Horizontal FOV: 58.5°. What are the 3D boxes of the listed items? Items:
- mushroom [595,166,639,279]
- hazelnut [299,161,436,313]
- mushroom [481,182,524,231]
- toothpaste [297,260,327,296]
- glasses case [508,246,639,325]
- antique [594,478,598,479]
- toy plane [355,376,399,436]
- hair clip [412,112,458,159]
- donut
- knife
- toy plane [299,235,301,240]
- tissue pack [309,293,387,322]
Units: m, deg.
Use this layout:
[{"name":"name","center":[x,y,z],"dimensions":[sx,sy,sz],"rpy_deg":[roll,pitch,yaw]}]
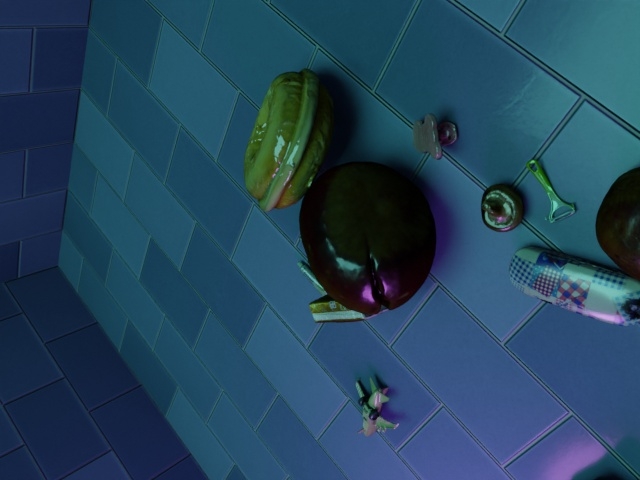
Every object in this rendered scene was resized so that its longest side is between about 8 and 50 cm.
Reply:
[{"name":"mushroom","center":[0.710,-0.015,1.184],"dimensions":[0.283,0.195,0.263],"rpy_deg":[42,144,20]},{"name":"hazelnut","center":[0.139,-0.017,1.624],"dimensions":[0.429,0.402,0.402],"rpy_deg":[58,135,20]},{"name":"mushroom","center":[0.465,-0.084,1.475],"dimensions":[0.109,0.085,0.126],"rpy_deg":[8,114,4]},{"name":"toothpaste","center":[-0.017,0.148,2.062],"dimensions":[0.197,0.029,0.048],"rpy_deg":[47,133,16]},{"name":"glasses case","center":[0.623,0.107,1.403],"dimensions":[0.327,0.076,0.125],"rpy_deg":[20,118,36]},{"name":"antique","center":[0.734,0.779,1.486],"dimensions":[0.255,0.185,0.322],"rpy_deg":[50,137,15]},{"name":"toy plane","center":[0.183,0.604,2.010],"dimensions":[0.229,0.092,0.244],"rpy_deg":[44,130,44]},{"name":"hair clip","center":[0.289,-0.280,1.551],"dimensions":[0.138,0.102,0.123],"rpy_deg":[2,105,43]},{"name":"donut","center":[-0.101,-0.301,1.743],"dimensions":[0.449,0.198,0.449],"rpy_deg":[-163,90,-73]},{"name":"knife","center":[0.558,-0.125,1.411],"dimensions":[0.078,0.022,0.166],"rpy_deg":[-33,84,39]},{"name":"toy plane","center":[0.000,0.000,1.961],"dimensions":[0.171,0.065,0.162],"rpy_deg":[15,116,41]},{"name":"tissue pack","center":[0.105,0.206,1.857],"dimensions":[0.226,0.183,0.092],"rpy_deg":[-14,95,45]}]
